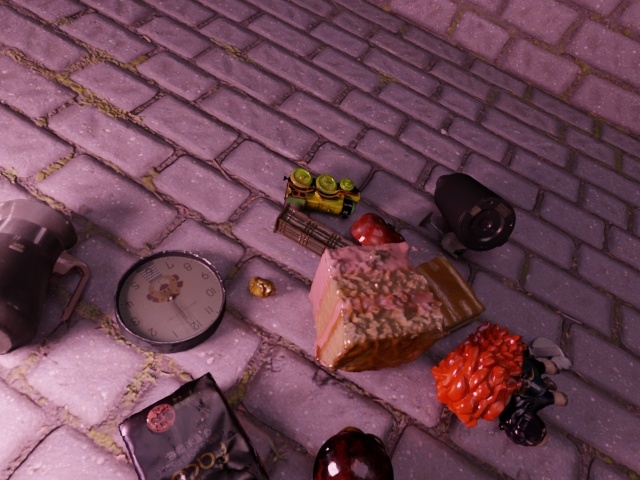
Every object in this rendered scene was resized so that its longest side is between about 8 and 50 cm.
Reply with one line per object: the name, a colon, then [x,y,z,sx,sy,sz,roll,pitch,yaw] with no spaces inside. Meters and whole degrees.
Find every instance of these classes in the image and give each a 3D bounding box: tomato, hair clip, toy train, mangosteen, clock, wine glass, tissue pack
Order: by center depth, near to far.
tissue pack: [-0.284,0.503,0.958,0.244,0.123,0.332,-25,66,-27]
mangosteen: [0.079,0.551,0.992,0.209,0.210,0.210,8,54,-11]
clock: [-0.426,0.165,1.192,0.312,0.061,0.313,8,53,-11]
hair clip: [0.763,0.381,1.406,0.172,0.049,0.116,4,59,-17]
tomato: [0.214,-0.023,1.437,0.227,0.101,0.228,31,19,-12]
toy train: [0.005,-0.166,1.533,0.295,0.100,0.161,10,61,-11]
wine glass: [0.470,-0.018,1.578,0.079,0.079,0.195,-32,68,-32]

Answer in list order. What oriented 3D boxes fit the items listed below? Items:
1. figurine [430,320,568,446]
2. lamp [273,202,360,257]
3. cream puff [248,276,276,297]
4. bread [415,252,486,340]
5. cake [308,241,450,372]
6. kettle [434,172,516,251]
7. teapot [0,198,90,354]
figurine: [0.534,0.426,1.220,0.411,0.241,0.306,33,75,-14]
lamp: [0.000,0.000,1.419,0.325,0.090,0.089,30,53,6]
cream puff: [-0.180,0.147,1.284,0.083,0.083,0.058,14,93,-21]
bread: [0.380,0.189,1.385,0.239,0.111,0.246,-17,62,-27]
cake: [0.135,0.202,1.197,0.313,0.293,0.307,0,51,-22]
kettle: [0.583,-0.116,1.551,0.261,0.203,0.308,10,27,-10]
teapot: [-0.765,0.094,1.046,0.300,0.253,0.344,38,40,-32]
